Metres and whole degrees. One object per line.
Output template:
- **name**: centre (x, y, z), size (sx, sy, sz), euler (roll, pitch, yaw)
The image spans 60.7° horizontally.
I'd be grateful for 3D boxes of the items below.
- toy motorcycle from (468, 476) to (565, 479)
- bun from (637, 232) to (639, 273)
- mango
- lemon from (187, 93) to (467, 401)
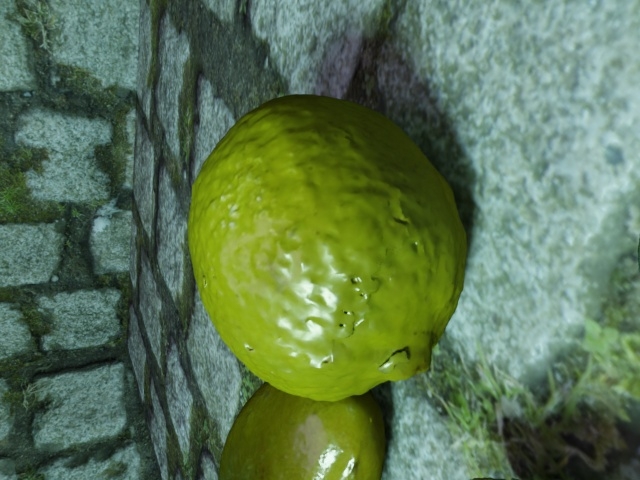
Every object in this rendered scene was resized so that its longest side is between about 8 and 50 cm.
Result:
- **toy motorcycle**: centre (0.173, 0.220, 0.377), size (0.225, 0.152, 0.073), euler (-18, 80, 60)
- **bun**: centre (0.239, 0.008, 0.179), size (0.293, 0.187, 0.293), euler (29, 123, 57)
- **mango**: centre (-0.029, 0.302, 0.724), size (0.365, 0.182, 0.253), euler (112, 146, -40)
- **lemon**: centre (0.000, 0.000, 0.538), size (0.322, 0.268, 0.268), euler (64, 146, 38)
